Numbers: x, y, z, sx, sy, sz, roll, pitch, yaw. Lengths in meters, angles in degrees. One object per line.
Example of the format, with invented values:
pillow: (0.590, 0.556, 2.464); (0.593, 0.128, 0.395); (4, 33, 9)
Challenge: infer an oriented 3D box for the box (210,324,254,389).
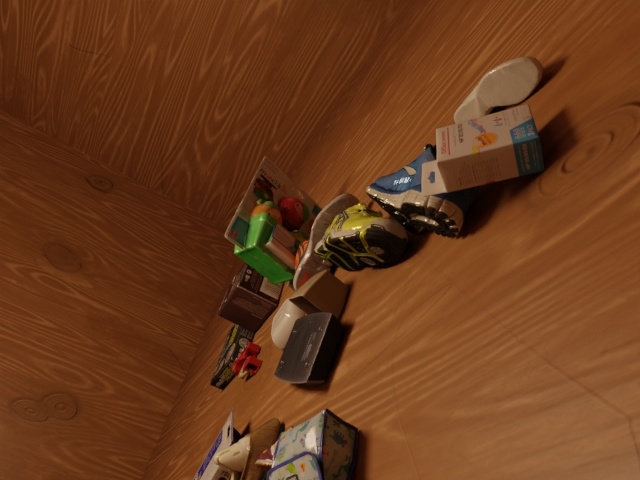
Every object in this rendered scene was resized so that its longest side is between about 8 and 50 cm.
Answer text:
box: (-0.333, 0.421, 1.973); (0.216, 0.060, 0.270); (-51, 17, 38)

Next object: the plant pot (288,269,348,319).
plant pot: (0.004, 0.134, 1.223); (0.096, 0.109, 0.109); (-55, 10, -22)

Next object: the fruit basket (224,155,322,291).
fruit basket: (-0.118, -0.055, 1.622); (0.165, 0.327, 0.353); (-13, 43, 46)

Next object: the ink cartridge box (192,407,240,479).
ink cartridge box: (-0.291, 0.643, 1.363); (0.332, 0.065, 0.165); (-61, 13, 8)

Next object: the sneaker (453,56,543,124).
sneaker: (0.331, -0.290, 0.929); (0.094, 0.080, 0.212); (-54, 9, -22)

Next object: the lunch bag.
lunch bag: (-0.016, 0.368, 0.798); (0.129, 0.096, 0.151); (-40, 24, 33)

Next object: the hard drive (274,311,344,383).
hard drive: (-0.028, 0.258, 1.173); (0.255, 0.054, 0.172); (-30, 36, 66)

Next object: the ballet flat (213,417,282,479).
ballet flat: (-0.194, 0.538, 1.085); (0.116, 0.124, 0.342); (-36, 29, 61)

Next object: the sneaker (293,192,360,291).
sneaker: (0.000, 0.000, 1.449); (0.321, 0.125, 0.180); (-60, 14, 7)

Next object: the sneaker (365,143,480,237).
sneaker: (0.202, -0.099, 0.960); (0.147, 0.130, 0.330); (-52, 19, -5)

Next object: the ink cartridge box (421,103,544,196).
ink cartridge box: (0.238, -0.137, 0.774); (0.181, 0.061, 0.104); (-12, 37, 21)

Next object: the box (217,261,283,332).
box: (-0.261, 0.208, 1.905); (0.203, 0.167, 0.168); (-51, 17, 37)

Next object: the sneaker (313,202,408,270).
sneaker: (0.087, -0.024, 1.139); (0.147, 0.145, 0.385); (-65, 15, -11)

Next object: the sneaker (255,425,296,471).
sneaker: (-0.062, 0.415, 0.987); (0.185, 0.069, 0.084); (-36, 19, 48)

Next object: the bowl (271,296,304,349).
bowl: (-0.102, 0.239, 1.504); (0.142, 0.053, 0.142); (-56, 13, 21)

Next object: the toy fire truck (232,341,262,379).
toy fire truck: (-0.253, 0.423, 1.702); (0.192, 0.047, 0.135); (-53, 17, 34)
